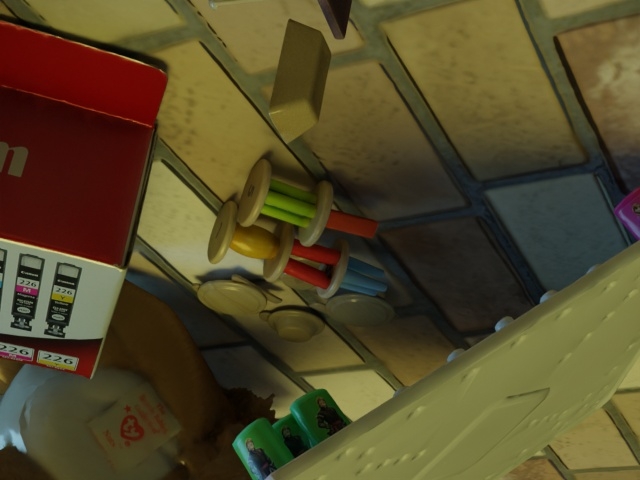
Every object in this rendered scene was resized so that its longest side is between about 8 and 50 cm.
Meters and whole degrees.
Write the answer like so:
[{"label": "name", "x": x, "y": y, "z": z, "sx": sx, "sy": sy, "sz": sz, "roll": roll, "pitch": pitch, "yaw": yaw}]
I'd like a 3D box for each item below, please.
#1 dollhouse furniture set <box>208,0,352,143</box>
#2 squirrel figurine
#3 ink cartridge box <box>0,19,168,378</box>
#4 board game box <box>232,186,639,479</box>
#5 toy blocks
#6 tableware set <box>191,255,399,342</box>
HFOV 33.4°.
[{"label": "dollhouse furniture set", "x": -0.040, "y": -0.119, "z": 0.589, "sx": 0.081, "sy": 0.114, "sz": 0.091, "roll": 0, "pitch": 152, "yaw": 20}, {"label": "squirrel figurine", "x": -0.214, "y": 0.233, "z": 1.077, "sx": 0.396, "sy": 0.281, "sz": 0.370, "roll": 21, "pitch": 153, "yaw": -19}, {"label": "ink cartridge box", "x": -0.285, "y": -0.038, "z": 0.757, "sx": 0.309, "sy": 0.130, "sz": 0.272, "roll": 14, "pitch": 148, "yaw": -11}, {"label": "board game box", "x": 0.111, "y": 0.137, "z": 0.833, "sx": 0.389, "sy": 0.050, "sz": 0.390, "roll": -29, "pitch": 154, "yaw": -17}, {"label": "toy blocks", "x": 0.000, "y": 0.000, "z": 0.839, "sx": 0.148, "sy": 0.054, "sz": 0.123, "roll": 18, "pitch": 148, "yaw": -19}, {"label": "tableware set", "x": -0.022, "y": 0.054, "z": 0.970, "sx": 0.168, "sy": 0.020, "sz": 0.141, "roll": -19, "pitch": 140, "yaw": 36}]
